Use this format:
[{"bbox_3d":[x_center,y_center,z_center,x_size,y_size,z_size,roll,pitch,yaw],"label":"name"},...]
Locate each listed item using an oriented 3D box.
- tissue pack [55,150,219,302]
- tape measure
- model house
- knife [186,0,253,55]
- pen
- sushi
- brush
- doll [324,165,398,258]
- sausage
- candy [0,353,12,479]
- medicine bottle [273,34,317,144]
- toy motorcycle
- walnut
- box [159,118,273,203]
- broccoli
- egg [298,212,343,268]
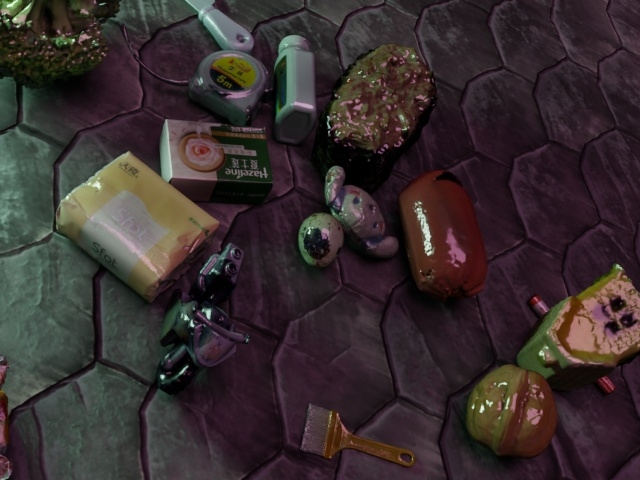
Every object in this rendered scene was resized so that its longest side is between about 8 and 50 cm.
[{"bbox_3d":[-0.310,-0.027,1.340,0.222,0.090,0.186,40,51,4],"label":"tissue pack"},{"bbox_3d":[-0.251,-0.349,1.585,0.330,0.084,0.164,32,52,8],"label":"tape measure"},{"bbox_3d":[0.478,0.177,1.464,0.234,0.193,0.174,-19,71,-15],"label":"model house"},{"bbox_3d":[-0.260,-0.517,1.710,0.080,0.044,0.331,-33,73,-33],"label":"knife"},{"bbox_3d":[0.501,0.206,1.575,0.028,0.028,0.239,-28,73,-34],"label":"pen"},{"bbox_3d":[0.111,-0.257,1.615,0.211,0.170,0.350,32,52,1],"label":"sushi"},{"bbox_3d":[0.067,0.340,1.318,0.205,0.011,0.083,20,53,-11],"label":"brush"},{"bbox_3d":[0.073,-0.045,1.513,0.214,0.072,0.103,55,44,-10],"label":"doll"},{"bbox_3d":[0.235,-0.014,1.528,0.152,0.152,0.279,5,57,-20],"label":"sausage"},{"bbox_3d":[-0.469,0.255,1.124,0.053,0.046,0.181,2,64,-26],"label":"candy"},{"bbox_3d":[-0.053,-0.320,1.615,0.083,0.121,0.228,10,56,-16],"label":"medicine bottle"},{"bbox_3d":[-0.180,0.117,1.266,0.106,0.159,0.270,36,51,-26],"label":"toy motorcycle"},{"bbox_3d":[0.336,0.301,1.379,0.167,0.149,0.166,-6,58,10],"label":"walnut"},{"bbox_3d":[-0.196,-0.145,1.473,0.199,0.081,0.135,0,60,-21],"label":"box"},{"bbox_3d":[-0.477,-0.420,1.416,0.375,0.302,0.249,-47,123,-42],"label":"broccoli"},{"bbox_3d":[0.000,0.000,1.458,0.085,0.085,0.110,19,59,-11],"label":"egg"}]
